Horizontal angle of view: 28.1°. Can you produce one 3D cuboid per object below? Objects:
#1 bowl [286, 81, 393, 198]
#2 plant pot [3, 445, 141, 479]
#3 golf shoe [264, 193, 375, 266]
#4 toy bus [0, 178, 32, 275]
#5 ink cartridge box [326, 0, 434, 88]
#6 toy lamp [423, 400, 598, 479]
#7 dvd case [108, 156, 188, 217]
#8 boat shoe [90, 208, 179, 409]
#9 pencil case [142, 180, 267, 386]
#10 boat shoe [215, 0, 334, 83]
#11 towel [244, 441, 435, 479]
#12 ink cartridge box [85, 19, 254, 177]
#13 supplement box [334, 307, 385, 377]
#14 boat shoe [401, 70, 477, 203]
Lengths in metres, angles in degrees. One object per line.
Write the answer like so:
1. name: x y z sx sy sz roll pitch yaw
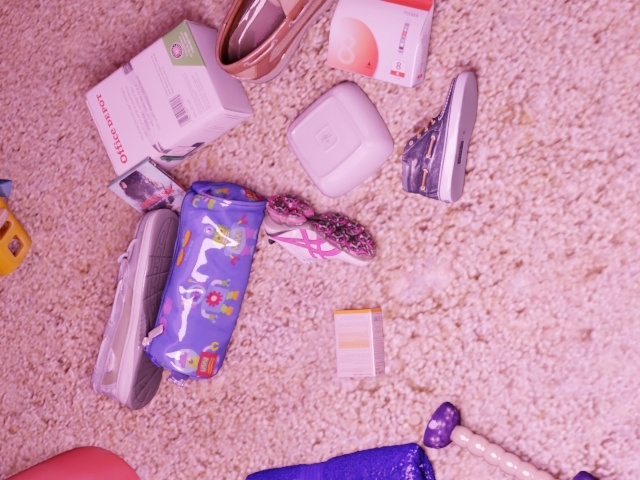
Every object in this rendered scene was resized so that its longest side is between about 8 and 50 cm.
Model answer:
1. bowl: 0.021 -0.147 1.855 0.142 0.053 0.142 -39 73 22
2. plant pot: -0.433 0.472 1.995 0.275 0.243 0.275 -1 89 30
3. golf shoe: 0.000 0.000 1.867 0.186 0.067 0.086 26 128 26
4. toy bus: -0.559 -0.034 2.097 0.104 0.202 0.191 5 97 28
5. ink cartridge box: 0.086 -0.317 1.797 0.145 0.045 0.179 19 119 27
6. toy lamp: 0.268 0.305 1.699 0.274 0.080 0.080 25 102 26
7. dvd case: -0.255 -0.072 1.980 0.087 0.119 0.013 -30 40 25
8. boat shoe: -0.290 0.102 1.992 0.103 0.118 0.320 16 104 24
9. pencil case: -0.178 0.060 1.921 0.119 0.133 0.306 28 104 56
10. boat shoe: -0.049 -0.369 1.849 0.123 0.116 0.324 35 109 19
11. towel: 0.030 0.424 1.832 0.308 0.076 0.228 -17 82 28
12. ink cartridge box: -0.236 -0.211 1.975 0.219 0.092 0.160 -30 75 26
13. supplement box: 0.056 0.148 1.841 0.062 0.036 0.098 -4 88 29
14. boat shoe: 0.161 -0.147 1.768 0.083 0.065 0.183 12 97 27
